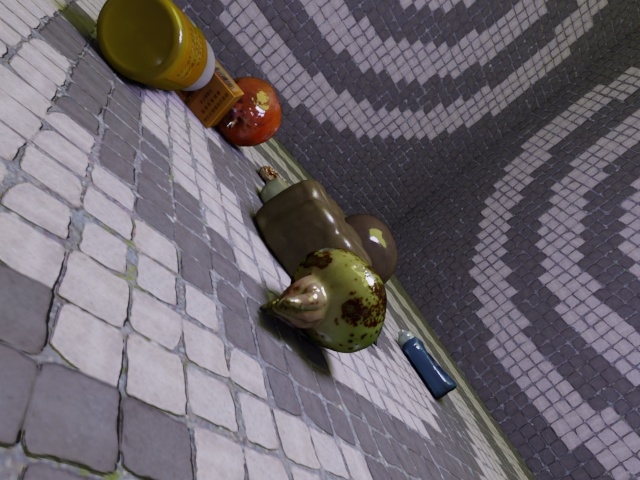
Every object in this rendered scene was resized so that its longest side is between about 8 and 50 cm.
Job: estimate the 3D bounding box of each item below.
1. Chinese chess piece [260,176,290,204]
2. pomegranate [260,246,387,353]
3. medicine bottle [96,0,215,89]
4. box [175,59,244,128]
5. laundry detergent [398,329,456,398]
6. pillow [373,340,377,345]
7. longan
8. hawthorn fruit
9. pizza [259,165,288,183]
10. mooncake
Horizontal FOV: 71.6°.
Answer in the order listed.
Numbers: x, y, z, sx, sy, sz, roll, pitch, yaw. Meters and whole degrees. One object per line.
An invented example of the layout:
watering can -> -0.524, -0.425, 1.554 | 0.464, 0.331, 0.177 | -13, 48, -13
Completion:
Chinese chess piece -> -0.114, -0.117, 1.568 | 0.238, 0.092, 0.238 | 50, 8, -10
pomegranate -> 0.020, 0.113, 0.917 | 0.222, 0.204, 0.276 | 35, -5, 37
medicine bottle -> -0.439, -0.545, 1.265 | 0.224, 0.224, 0.384 | 49, 9, -7
box -> -0.418, -0.551, 1.529 | 0.274, 0.174, 0.076 | 50, 31, -8
laundry detergent -> 0.412, 0.476, 1.756 | 0.290, 0.094, 0.143 | 55, 14, 27
pillow -> 0.141, 0.220, 1.426 | 0.141, 0.055, 0.209 | -106, 178, -70
longan -> 0.141, 0.046, 1.615 | 0.297, 0.297, 0.297 | 49, 9, -10
hawthorn fruit -> -0.293, -0.481, 1.707 | 0.276, 0.276, 0.307 | 47, 24, -19
pizza -> -0.170, -0.227, 1.823 | 0.226, 0.069, 0.147 | 53, 7, 18
mooncake -> 0.000, 0.000, 1.314 | 0.378, 0.200, 0.378 | 49, 10, -12
